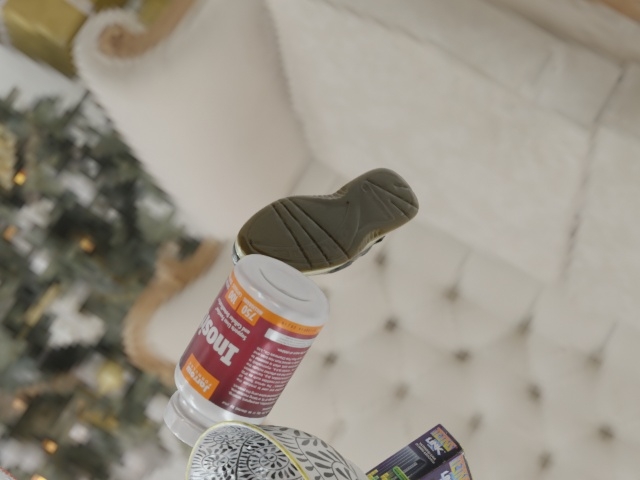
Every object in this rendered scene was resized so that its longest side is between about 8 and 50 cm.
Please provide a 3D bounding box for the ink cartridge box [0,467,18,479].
[{"bbox_3d":[-0.038,0.312,0.972,0.385,0.091,0.308,31,118,11],"label":"ink cartridge box"}]

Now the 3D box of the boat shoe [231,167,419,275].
[{"bbox_3d":[0.000,-0.001,1.691,0.080,0.223,0.073,52,133,13],"label":"boat shoe"}]

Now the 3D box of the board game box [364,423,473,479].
[{"bbox_3d":[0.092,0.284,1.900,0.048,0.141,0.170,44,160,42],"label":"board game box"}]

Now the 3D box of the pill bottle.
[{"bbox_3d":[-0.063,0.094,1.505,0.086,0.152,0.086,27,-161,-10],"label":"pill bottle"}]

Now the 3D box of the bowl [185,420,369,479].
[{"bbox_3d":[-0.010,0.190,1.251,0.170,0.080,0.170,25,123,46],"label":"bowl"}]
